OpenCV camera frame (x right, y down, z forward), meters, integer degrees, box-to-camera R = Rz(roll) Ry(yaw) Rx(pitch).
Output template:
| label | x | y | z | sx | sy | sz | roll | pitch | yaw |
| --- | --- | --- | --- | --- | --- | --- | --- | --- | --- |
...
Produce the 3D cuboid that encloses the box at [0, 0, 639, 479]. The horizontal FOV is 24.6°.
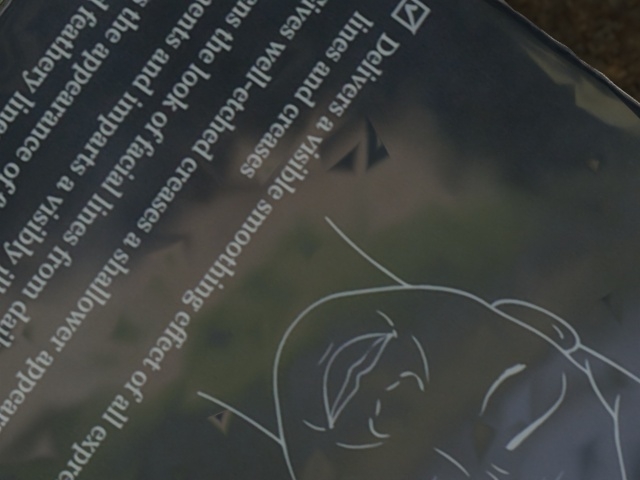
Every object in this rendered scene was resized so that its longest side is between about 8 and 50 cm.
| label | x | y | z | sx | sy | sz | roll | pitch | yaw |
| --- | --- | --- | --- | --- | --- | --- | --- | --- | --- |
| box | 0.012 | 0.060 | 0.627 | 0.293 | 0.395 | 0.212 | -53 | -177 | -5 |
